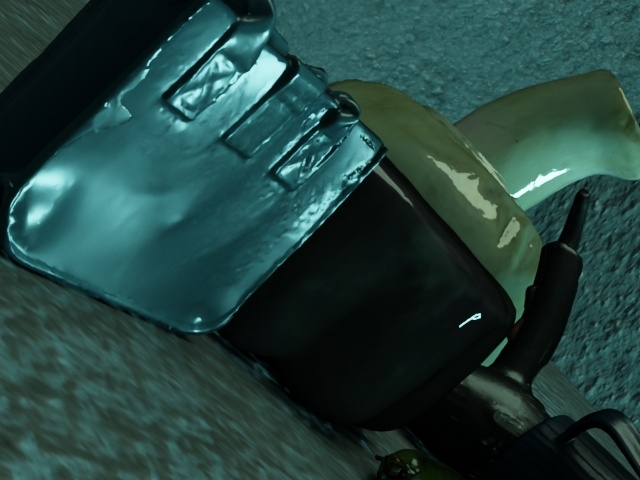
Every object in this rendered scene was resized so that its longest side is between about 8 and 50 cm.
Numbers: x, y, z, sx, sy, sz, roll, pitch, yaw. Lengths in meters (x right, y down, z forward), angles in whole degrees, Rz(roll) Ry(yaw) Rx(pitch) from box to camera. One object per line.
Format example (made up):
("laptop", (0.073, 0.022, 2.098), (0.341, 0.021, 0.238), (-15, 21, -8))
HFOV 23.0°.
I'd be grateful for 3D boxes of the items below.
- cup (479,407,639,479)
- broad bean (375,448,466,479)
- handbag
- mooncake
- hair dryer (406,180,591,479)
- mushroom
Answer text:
("cup", (0.204, 0.200, 1.167), (0.138, 0.150, 0.113), (46, 15, 28))
("broad bean", (0.105, 0.194, 1.057), (0.227, 0.039, 0.069), (40, 13, -34))
("handbag", (-0.068, -0.048, 0.815), (0.062, 0.179, 0.229), (49, 9, 27))
("mooncake", (0.000, 0.000, 1.087), (0.306, 0.154, 0.306), (44, 7, -7))
("hair dryer", (0.145, 0.057, 1.299), (0.235, 0.272, 0.091), (35, -22, -12))
("mushroom", (0.118, -0.004, 1.464), (0.356, 0.315, 0.315), (10, 7, 0))
